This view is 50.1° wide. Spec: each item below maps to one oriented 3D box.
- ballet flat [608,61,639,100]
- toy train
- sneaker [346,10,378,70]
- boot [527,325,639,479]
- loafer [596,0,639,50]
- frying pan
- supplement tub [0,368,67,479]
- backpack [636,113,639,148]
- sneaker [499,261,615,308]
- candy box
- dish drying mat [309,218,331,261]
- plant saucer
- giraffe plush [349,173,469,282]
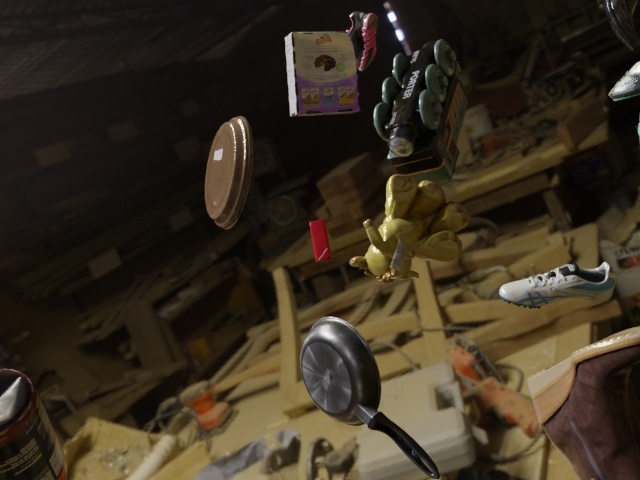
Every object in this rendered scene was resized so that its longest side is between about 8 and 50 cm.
[{"bbox_3d":[0.482,-0.242,0.926,0.188,0.070,0.070,-10,18,38],"label":"ballet flat"},{"bbox_3d":[0.214,-0.258,1.384,0.142,0.190,0.334,-10,41,33],"label":"toy train"},{"bbox_3d":[0.074,-0.380,1.297,0.057,0.119,0.047,26,48,21],"label":"sneaker"},{"bbox_3d":[0.410,0.247,0.947,0.090,0.207,0.248,-13,-23,-31],"label":"boot"},{"bbox_3d":[0.546,-0.427,1.243,0.061,0.170,0.062,-26,-11,22],"label":"loafer"},{"bbox_3d":[0.056,0.287,1.181,0.053,0.326,0.197,-12,-23,-39],"label":"frying pan"},{"bbox_3d":[-0.359,0.249,0.797,0.105,0.198,0.106,0,39,0],"label":"supplement tub"},{"bbox_3d":[0.760,-0.237,1.389,0.225,0.191,0.253,-8,30,34],"label":"backpack"},{"bbox_3d":[0.490,0.088,1.427,0.237,0.086,0.085,-7,23,4],"label":"sneaker"},{"bbox_3d":[0.005,-0.409,1.686,0.164,0.197,0.070,-6,7,-16],"label":"candy box"},{"bbox_3d":[0.000,0.000,1.352,0.032,0.083,0.008,-12,-15,8],"label":"dish drying mat"},{"bbox_3d":[-0.228,-0.166,1.661,0.041,0.278,0.278,7,-5,-24],"label":"plant saucer"},{"bbox_3d":[0.149,0.008,1.261,0.210,0.181,0.170,-49,-5,-30],"label":"giraffe plush"}]
